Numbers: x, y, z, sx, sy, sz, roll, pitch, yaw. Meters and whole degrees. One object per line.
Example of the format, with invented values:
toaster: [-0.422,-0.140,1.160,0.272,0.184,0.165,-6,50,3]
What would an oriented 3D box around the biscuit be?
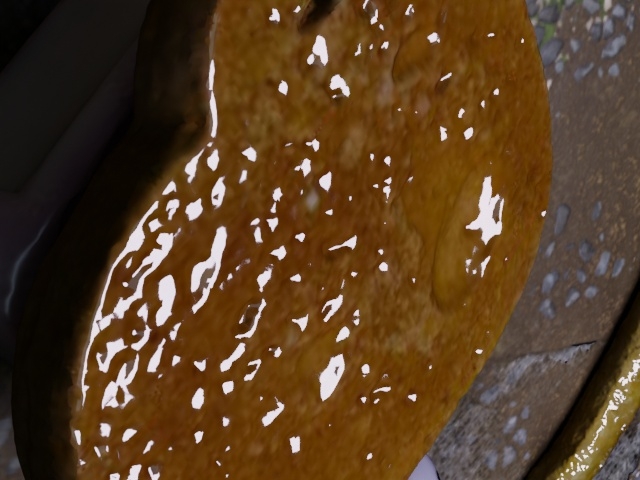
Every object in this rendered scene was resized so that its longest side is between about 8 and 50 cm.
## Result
biscuit: [-0.001,0.000,0.458,0.367,0.063,0.314,-49,132,-26]

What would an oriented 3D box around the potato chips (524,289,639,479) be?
potato chips: [0.317,0.155,0.995,0.080,0.057,0.407,27,93,-28]

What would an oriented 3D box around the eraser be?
eraser: [-0.035,-0.052,0.538,0.359,0.122,0.272,-57,140,-21]

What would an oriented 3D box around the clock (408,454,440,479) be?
clock: [0.003,0.241,0.741,0.254,0.189,0.188,-25,124,-33]
